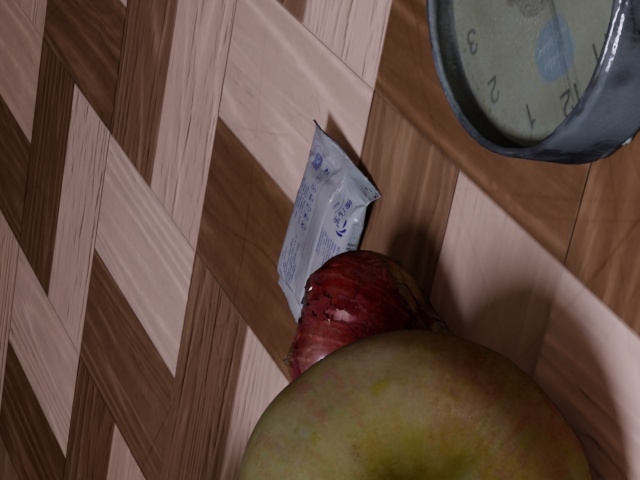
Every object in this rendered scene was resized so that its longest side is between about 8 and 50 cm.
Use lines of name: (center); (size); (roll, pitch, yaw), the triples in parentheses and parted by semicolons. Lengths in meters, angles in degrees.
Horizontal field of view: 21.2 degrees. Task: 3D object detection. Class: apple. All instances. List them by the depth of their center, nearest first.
apple: (0.067, 0.193, 1.214); (0.234, 0.257, 0.256); (63, -158, -82)

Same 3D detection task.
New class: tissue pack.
tissue pack: (0.000, 0.000, 1.588); (0.122, 0.026, 0.193); (-121, 38, -46)

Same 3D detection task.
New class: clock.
clock: (0.159, -0.190, 1.206); (0.280, 0.055, 0.280); (179, 90, -65)

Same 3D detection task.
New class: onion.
onion: (0.045, 0.096, 1.388); (0.184, 0.147, 0.184); (10, -90, -74)
